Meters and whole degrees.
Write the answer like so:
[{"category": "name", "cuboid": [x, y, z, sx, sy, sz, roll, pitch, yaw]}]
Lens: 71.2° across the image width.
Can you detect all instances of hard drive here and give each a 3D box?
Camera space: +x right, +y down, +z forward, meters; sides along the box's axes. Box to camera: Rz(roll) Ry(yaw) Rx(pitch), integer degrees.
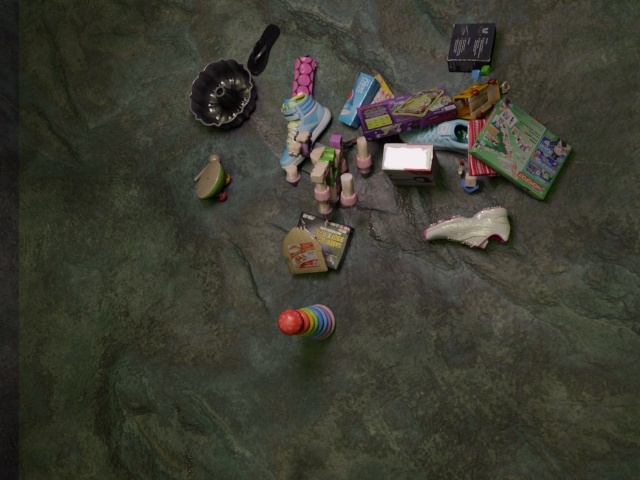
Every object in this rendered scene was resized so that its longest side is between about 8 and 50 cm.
[{"category": "hard drive", "cuboid": [-0.011, -0.342, 1.908, 0.094, 0.022, 0.135, 27, 91, 21]}]

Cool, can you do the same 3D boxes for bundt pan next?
[{"category": "bundt pan", "cuboid": [-0.432, -0.657, 2.057, 0.331, 0.124, 0.330, -4, 79, 19]}]

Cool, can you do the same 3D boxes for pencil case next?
[{"category": "pencil case", "cuboid": [-0.071, -0.695, 1.957, 0.098, 0.095, 0.209, 5, 84, -1]}]

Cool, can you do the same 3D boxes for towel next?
[{"category": "towel", "cuboid": [0.650, -0.328, 1.576, 0.275, 0.031, 0.198, -5, 96, -11]}]

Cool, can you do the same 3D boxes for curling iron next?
[{"category": "curling iron", "cuboid": [0.199, -0.415, 1.835, 0.274, 0.035, 0.068, -14, 39, 13]}]

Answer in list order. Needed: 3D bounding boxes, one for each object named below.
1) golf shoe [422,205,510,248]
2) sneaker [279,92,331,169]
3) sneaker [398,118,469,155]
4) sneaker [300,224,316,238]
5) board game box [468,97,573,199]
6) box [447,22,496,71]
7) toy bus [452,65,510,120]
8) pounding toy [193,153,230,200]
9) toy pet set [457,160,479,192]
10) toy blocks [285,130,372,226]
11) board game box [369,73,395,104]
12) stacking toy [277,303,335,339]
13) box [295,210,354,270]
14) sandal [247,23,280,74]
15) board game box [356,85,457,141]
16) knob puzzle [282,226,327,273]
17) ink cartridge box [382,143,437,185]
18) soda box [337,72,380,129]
[{"category": "golf shoe", "cuboid": [0.529, -0.027, 1.617, 0.307, 0.115, 0.140, -14, 80, 18]}, {"category": "sneaker", "cuboid": [-0.116, -0.466, 1.857, 0.127, 0.208, 0.319, 30, 86, 49]}, {"category": "sneaker", "cuboid": [0.469, -0.411, 1.680, 0.366, 0.150, 0.135, 11, 83, 19]}, {"category": "sneaker", "cuboid": [-0.042, -0.019, 1.796, 0.044, 0.040, 0.109, -33, 80, 8]}, {"category": "board game box", "cuboid": [0.694, -0.312, 1.547, 0.317, 0.046, 0.213, 31, 90, -13]}, {"category": "box", "cuboid": [0.584, -0.742, 1.729, 0.158, 0.093, 0.155, 10, 84, 22]}, {"category": "toy bus", "cuboid": [0.589, -0.538, 1.682, 0.104, 0.202, 0.190, 24, 97, 52]}, {"category": "pounding toy", "cuboid": [-0.469, -0.267, 2.030, 0.183, 0.110, 0.236, -51, 39, 17]}, {"category": "toy pet set", "cuboid": [0.575, -0.238, 1.676, 0.122, 0.065, 0.114, 8, 49, 18]}, {"category": "toy blocks", "cuboid": [0.029, -0.240, 1.763, 0.309, 0.260, 0.288, 9, 52, 18]}, {"category": "board game box", "cuboid": [0.239, -0.603, 1.862, 0.103, 0.026, 0.154, -31, 72, 12]}, {"category": "stacking toy", "cuboid": [-0.056, 0.303, 1.646, 0.141, 0.330, 0.141, -3, 80, 19]}, {"category": "box", "cuboid": [0.000, 0.000, 1.826, 0.231, 0.056, 0.183, 19, 87, 22]}, {"category": "sandal", "cuboid": [-0.276, -0.894, 2.079, 0.097, 0.054, 0.254, 22, 89, 22]}, {"category": "board game box", "cuboid": [0.323, -0.490, 1.714, 0.347, 0.056, 0.208, -13, 46, 6]}, {"category": "knob puzzle", "cuboid": [-0.068, 0.035, 1.775, 0.213, 0.030, 0.213, 12, 118, 25]}, {"category": "ink cartridge box", "cuboid": [0.339, -0.276, 1.659, 0.172, 0.237, 0.100, 5, 85, 20]}, {"category": "soda box", "cuboid": [0.159, -0.572, 1.840, 0.071, 0.067, 0.210, 35, 104, 27]}]
